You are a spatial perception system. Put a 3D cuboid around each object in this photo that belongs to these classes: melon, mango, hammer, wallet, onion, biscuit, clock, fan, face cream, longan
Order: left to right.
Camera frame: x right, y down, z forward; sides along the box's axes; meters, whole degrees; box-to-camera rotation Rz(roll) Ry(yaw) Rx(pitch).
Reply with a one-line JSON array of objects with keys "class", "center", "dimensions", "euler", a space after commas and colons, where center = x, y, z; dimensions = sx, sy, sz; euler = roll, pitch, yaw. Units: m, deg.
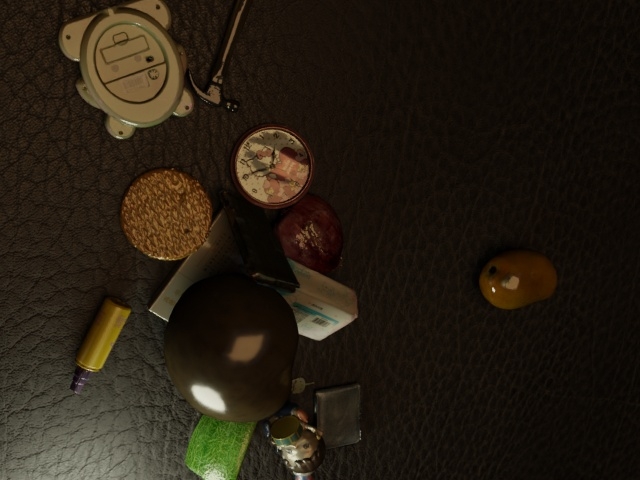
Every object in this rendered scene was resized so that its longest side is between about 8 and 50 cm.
[{"class": "face cream", "center": [-0.608, 0.288, 1.767], "dimensions": [0.078, 0.078, 0.273], "euler": [27, 91, -26]}, {"class": "clock", "center": [-0.475, -0.433, 1.637], "dimensions": [0.284, 0.114, 0.309], "euler": [-26, 113, -17]}, {"class": "biscuit", "center": [-0.417, -0.071, 1.766], "dimensions": [0.254, 0.035, 0.253], "euler": [-1, 95, -14]}, {"class": "melon", "center": [-0.268, 0.560, 1.960], "dimensions": [0.124, 0.196, 0.323], "euler": [34, 79, -61]}, {"class": "longan", "center": [-0.232, 0.280, 1.711], "dimensions": [0.336, 0.405, 0.404], "euler": [-31, 120, -58]}, {"class": "hammer", "center": [-0.226, -0.574, 1.746], "dimensions": [0.168, 0.044, 0.439], "euler": [19, 94, -27]}, {"class": "wallet", "center": [-0.171, 0.002, 1.753], "dimensions": [0.044, 0.317, 0.169], "euler": [-44, 140, 21]}, {"class": "clock", "center": [-0.134, -0.210, 1.850], "dimensions": [0.245, 0.056, 0.244], "euler": [-1, 94, -13]}, {"class": "fan", "center": [-0.058, 0.463, 2.087], "dimensions": [0.083, 0.004, 0.055], "euler": [-4, 104, -23]}, {"class": "onion", "center": [0.000, 0.000, 1.927], "dimensions": [0.283, 0.120, 0.227], "euler": [43, 71, -33]}, {"class": "wallet", "center": [0.054, 0.583, 2.149], "dimensions": [0.167, 0.036, 0.222], "euler": [-6, 103, -21]}, {"class": "mango", "center": [0.690, 0.132, 2.243], "dimensions": [0.317, 0.173, 0.211], "euler": [0, 103, -30]}]

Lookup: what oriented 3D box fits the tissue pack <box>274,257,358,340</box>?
[{"class": "tissue pack", "center": [-0.051, 0.177, 1.917], "dimensions": [0.271, 0.201, 0.124], "euler": [27, 47, -27]}]

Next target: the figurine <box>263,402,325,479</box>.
[{"class": "figurine", "center": [-0.069, 0.639, 2.037], "dimensions": [0.161, 0.158, 0.275], "euler": [-21, 117, 13]}]

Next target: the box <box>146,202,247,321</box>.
[{"class": "box", "center": [-0.305, 0.094, 1.865], "dimensions": [0.205, 0.051, 0.365], "euler": [38, 86, -26]}]
